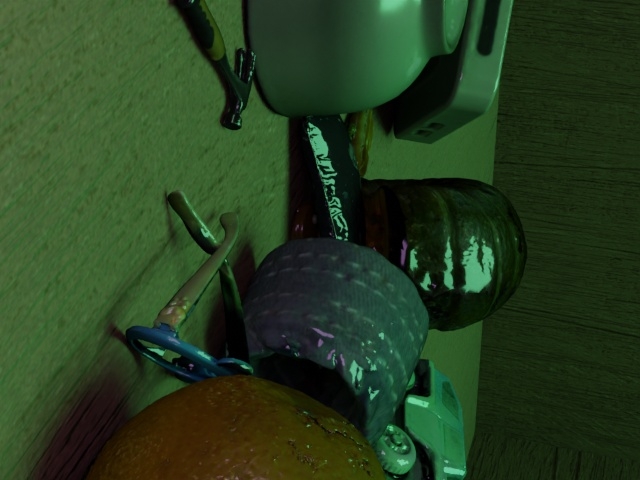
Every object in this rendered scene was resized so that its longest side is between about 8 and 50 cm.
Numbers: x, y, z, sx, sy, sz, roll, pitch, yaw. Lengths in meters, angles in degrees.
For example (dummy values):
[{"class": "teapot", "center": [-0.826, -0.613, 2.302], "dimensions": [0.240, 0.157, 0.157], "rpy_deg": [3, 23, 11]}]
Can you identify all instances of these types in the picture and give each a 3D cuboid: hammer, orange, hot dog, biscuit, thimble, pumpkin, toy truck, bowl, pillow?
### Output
[{"class": "hammer", "center": [-0.095, -0.180, 1.016], "dimensions": [0.201, 0.021, 0.078], "rpy_deg": [65, 36, -66]}, {"class": "orange", "center": [-0.068, 0.245, 0.877], "dimensions": [0.274, 0.274, 0.274], "rpy_deg": [9, 90, -75]}, {"class": "hot dog", "center": [0.048, -0.140, 1.545], "dimensions": [0.056, 0.041, 0.133], "rpy_deg": [80, 16, -50]}, {"class": "biscuit", "center": [0.001, 0.000, 1.459], "dimensions": [0.205, 0.031, 0.138], "rpy_deg": [29, 70, -72]}, {"class": "thimble", "center": [-0.001, 0.125, 1.210], "dimensions": [0.236, 0.205, 0.172], "rpy_deg": [104, 10, -50]}, {"class": "pumpkin", "center": [0.158, 0.034, 1.489], "dimensions": [0.325, 0.232, 0.242], "rpy_deg": [-123, -140, -77]}, {"class": "toy truck", "center": [0.089, 0.260, 1.374], "dimensions": [0.155, 0.156, 0.279], "rpy_deg": [-54, -166, 27]}, {"class": "bowl", "center": [0.063, -0.300, 1.215], "dimensions": [0.354, 0.185, 0.354], "rpy_deg": [9, 90, -75]}, {"class": "pillow", "center": [0.019, -0.062, 1.372], "dimensions": [0.141, 0.055, 0.208], "rpy_deg": [-56, 136, -72]}]

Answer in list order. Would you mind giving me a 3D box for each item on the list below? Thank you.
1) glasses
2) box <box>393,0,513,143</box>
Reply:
[{"class": "glasses", "center": [-0.113, 0.059, 1.022], "dimensions": [0.239, 0.102, 0.207], "rpy_deg": [60, 14, -65]}, {"class": "box", "center": [0.203, -0.348, 1.689], "dimensions": [0.373, 0.090, 0.367], "rpy_deg": [159, -58, -78]}]
